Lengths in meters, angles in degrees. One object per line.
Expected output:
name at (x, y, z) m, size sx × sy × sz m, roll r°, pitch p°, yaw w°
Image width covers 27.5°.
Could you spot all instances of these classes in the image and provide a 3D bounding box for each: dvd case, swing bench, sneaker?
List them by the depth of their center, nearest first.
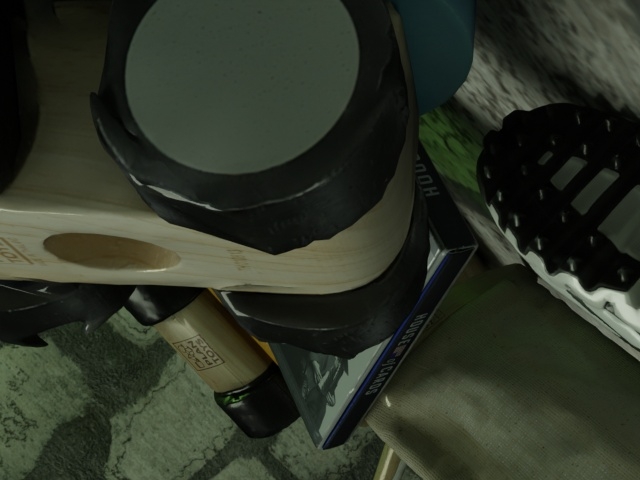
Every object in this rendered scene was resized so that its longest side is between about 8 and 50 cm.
sneaker at (0.154, 0.027, 0.539) m, size 0.234 × 0.078 × 0.106 m, roll 39°, pitch 168°, yaw 40°
dvd case at (0.007, 0.002, 0.833) m, size 0.179 × 0.029 × 0.239 m, roll 64°, pitch 148°, yaw 26°
swing bench at (0.145, 0.194, 0.868) m, size 0.253 × 0.165 × 0.255 m, roll 41°, pitch 142°, yaw 43°

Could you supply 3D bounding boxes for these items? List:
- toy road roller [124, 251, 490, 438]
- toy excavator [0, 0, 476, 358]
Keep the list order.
toy road roller at (0.000, 0.000, 1.116) m, size 0.329 × 0.241 × 0.202 m, roll -21°, pitch 118°, yaw 43°
toy excavator at (-0.139, -0.191, 0.610) m, size 0.432 × 0.445 × 0.222 m, roll 3°, pitch 162°, yaw 10°
